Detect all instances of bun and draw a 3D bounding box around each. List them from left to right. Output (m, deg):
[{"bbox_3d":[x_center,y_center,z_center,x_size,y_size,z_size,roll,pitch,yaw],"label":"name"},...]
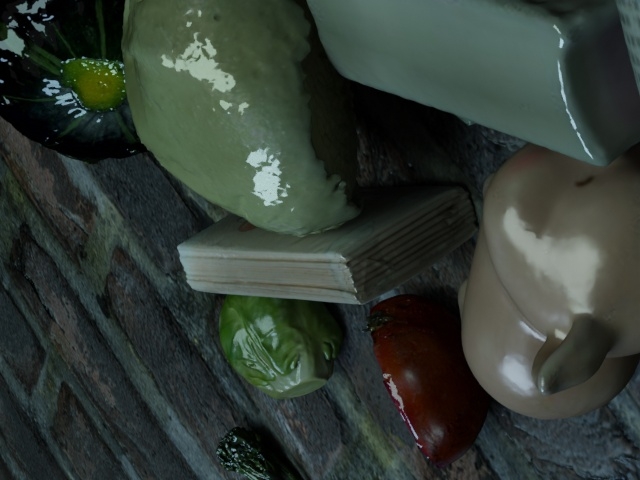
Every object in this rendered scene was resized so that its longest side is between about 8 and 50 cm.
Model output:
[{"bbox_3d":[-0.084,-0.169,1.681,0.364,0.202,0.364,-13,-90,-82],"label":"bun"}]

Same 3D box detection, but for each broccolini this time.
[{"bbox_3d":[-0.046,0.305,2.211,0.202,0.068,0.091,34,150,20],"label":"broccolini"}]

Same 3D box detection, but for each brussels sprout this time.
[{"bbox_3d":[-0.054,0.110,2.025,0.155,0.117,0.155,23,117,53],"label":"brussels sprout"}]

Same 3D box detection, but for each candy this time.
[{"bbox_3d":[0.160,-0.201,1.432,0.358,0.208,0.145,24,142,47],"label":"candy"}]

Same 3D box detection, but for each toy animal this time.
[{"bbox_3d":[0.221,0.031,1.491,0.269,0.237,0.326,51,150,45],"label":"toy animal"}]

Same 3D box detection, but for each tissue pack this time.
[{"bbox_3d":[0.000,0.000,1.827,0.325,0.170,0.071,1,115,57],"label":"tissue pack"}]

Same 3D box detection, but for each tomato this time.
[{"bbox_3d":[0.122,0.136,1.805,0.173,0.099,0.189,60,-170,-15],"label":"tomato"}]

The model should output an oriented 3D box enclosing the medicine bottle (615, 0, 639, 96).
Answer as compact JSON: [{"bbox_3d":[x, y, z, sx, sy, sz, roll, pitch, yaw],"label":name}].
[{"bbox_3d":[0.332,-0.101,1.215,0.211,0.211,0.371,9,122,54],"label":"medicine bottle"}]

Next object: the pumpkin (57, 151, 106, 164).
[{"bbox_3d":[-0.289,-0.193,2.161,0.190,0.146,0.190,17,130,22],"label":"pumpkin"}]

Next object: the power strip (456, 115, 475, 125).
[{"bbox_3d":[0.141,-0.152,1.666,0.040,0.016,0.090,44,141,33],"label":"power strip"}]

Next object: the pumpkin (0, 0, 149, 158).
[{"bbox_3d":[-0.245,-0.248,1.968,0.296,0.296,0.296,34,135,42],"label":"pumpkin"}]
